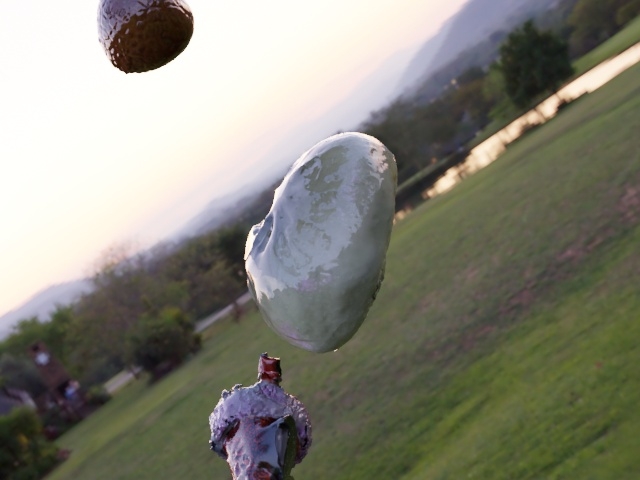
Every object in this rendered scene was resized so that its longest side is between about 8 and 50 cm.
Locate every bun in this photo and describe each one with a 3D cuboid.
[{"bbox_3d":[0.000,0.001,1.235,0.273,0.168,0.273,-163,90,-83],"label":"bun"}]

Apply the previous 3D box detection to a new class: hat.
[{"bbox_3d":[-0.070,0.259,1.152,0.227,0.129,0.140,-86,21,-57],"label":"hat"}]

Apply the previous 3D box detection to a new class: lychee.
[{"bbox_3d":[-0.177,-0.236,1.044,0.140,0.101,0.114,-36,-9,28],"label":"lychee"}]
